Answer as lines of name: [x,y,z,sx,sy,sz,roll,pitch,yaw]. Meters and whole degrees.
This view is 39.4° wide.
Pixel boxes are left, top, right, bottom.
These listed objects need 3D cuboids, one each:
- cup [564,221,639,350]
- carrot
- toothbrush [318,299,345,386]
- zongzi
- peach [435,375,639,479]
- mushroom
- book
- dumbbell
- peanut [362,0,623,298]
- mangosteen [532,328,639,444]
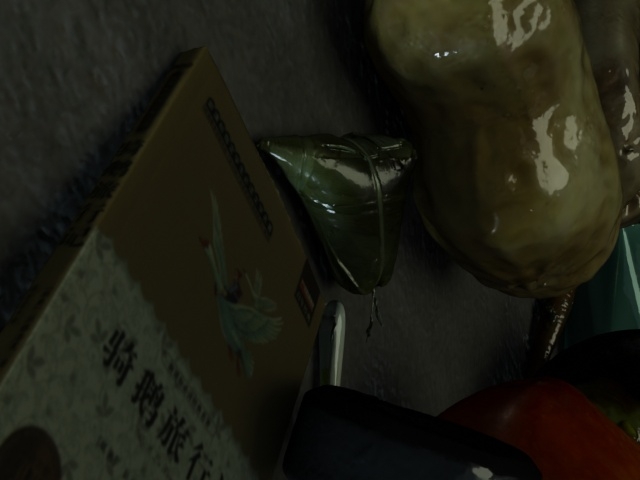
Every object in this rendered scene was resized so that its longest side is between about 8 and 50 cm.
cup: [0.403,0.089,1.239,0.134,0.148,0.236,-6,94,-33]
carrot: [0.290,0.097,1.124,0.049,0.049,0.254,55,50,-45]
toothbrush: [-0.001,0.174,0.640,0.026,0.022,0.263,6,86,-46]
zongzi: [0.000,0.000,0.627,0.130,0.062,0.154,-6,113,-40]
peach: [0.159,0.272,0.678,0.308,0.289,0.289,57,42,-22]
mushroom: [0.358,-0.148,0.980,0.292,0.290,0.293,0,90,-65]
book: [-0.072,0.072,0.463,0.310,0.021,0.217,-71,146,-44]
dumbbell: [0.031,0.210,0.529,0.152,0.152,0.218,22,84,-58]
peanut: [0.141,-0.097,0.735,0.192,0.169,0.387,-59,135,-34]
mangosteen: [0.344,0.256,0.953,0.330,0.330,0.330,-4,95,-60]
